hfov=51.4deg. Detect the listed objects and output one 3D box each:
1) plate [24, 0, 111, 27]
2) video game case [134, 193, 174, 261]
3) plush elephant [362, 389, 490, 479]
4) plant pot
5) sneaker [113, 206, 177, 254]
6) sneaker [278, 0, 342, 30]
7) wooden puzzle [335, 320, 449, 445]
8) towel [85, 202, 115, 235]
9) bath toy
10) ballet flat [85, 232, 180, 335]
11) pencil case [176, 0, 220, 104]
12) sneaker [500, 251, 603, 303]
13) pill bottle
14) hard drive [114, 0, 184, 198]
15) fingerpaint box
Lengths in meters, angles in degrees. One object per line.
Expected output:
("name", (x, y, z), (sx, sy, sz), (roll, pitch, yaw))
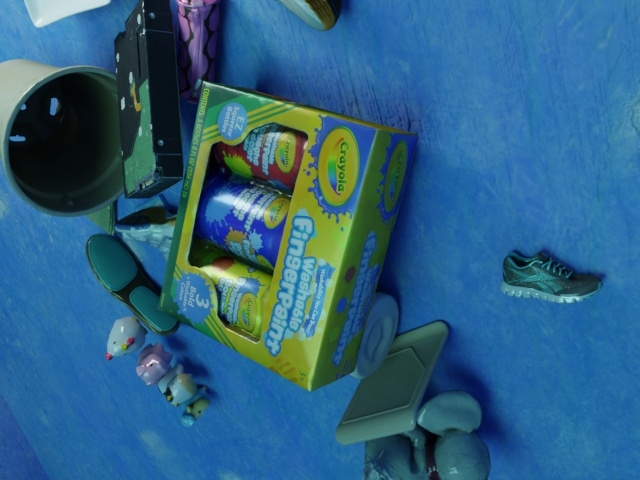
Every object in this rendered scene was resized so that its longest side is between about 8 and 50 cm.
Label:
("plate", (-0.525, -0.584, 1.309), (0.278, 0.045, 0.277), (0, 114, 37))
("video game case", (-0.389, -0.026, 1.660), (0.119, 0.015, 0.166), (-18, 105, 44))
("plush elephant", (0.219, 0.424, 1.318), (0.255, 0.330, 0.272), (-4, 87, 7))
("plant pot", (-0.611, -0.262, 1.499), (0.305, 0.334, 0.334), (29, 133, 36))
("sneaker", (-0.362, -0.003, 1.571), (0.296, 0.112, 0.131), (3, 121, 30))
("sneaker", (-0.069, -0.432, 1.095), (0.262, 0.099, 0.121), (53, 144, 9))
("wooden puzzle", (0.144, 0.281, 1.290), (0.044, 0.239, 0.221), (42, 138, -15))
("towel", (-0.585, -0.091, 1.766), (0.110, 0.027, 0.148), (31, 134, 20))
("bath toy", (-0.454, 0.359, 1.832), (0.151, 0.129, 0.348), (-16, 121, 46))
("ballet flat", (-0.515, 0.130, 1.816), (0.342, 0.116, 0.124), (44, 155, 1))
("pencil case", (-0.232, -0.367, 1.253), (0.095, 0.098, 0.209), (9, 129, 0))
("sneaker", (0.369, 0.055, 1.080), (0.166, 0.065, 0.076), (2, 114, 36))
("pill bottle", (-0.017, 0.144, 1.358), (0.318, 0.176, 0.176), (19, 128, 31))
("hard drive", (-0.336, -0.264, 1.291), (0.237, 0.064, 0.339), (-13, 80, 60))
("fingerpaint box", (-0.073, -0.021, 1.182), (0.371, 0.163, 0.445), (22, 105, 29))
